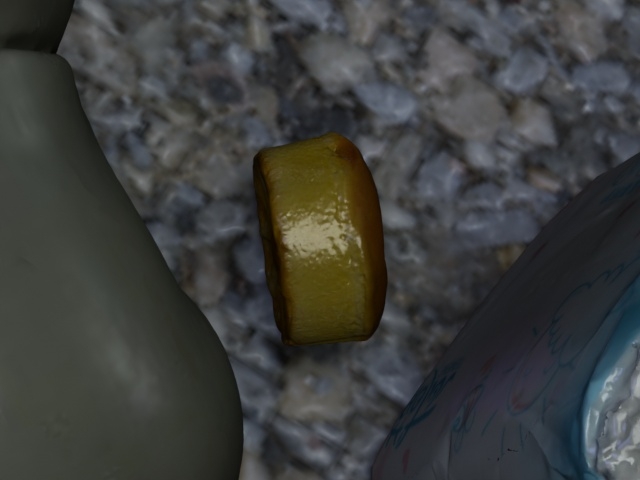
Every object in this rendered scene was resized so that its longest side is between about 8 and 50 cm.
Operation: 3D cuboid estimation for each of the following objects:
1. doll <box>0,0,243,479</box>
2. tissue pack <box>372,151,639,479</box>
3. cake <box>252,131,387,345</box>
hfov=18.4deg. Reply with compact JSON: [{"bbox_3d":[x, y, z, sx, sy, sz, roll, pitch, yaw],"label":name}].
[{"bbox_3d":[-0.156,-0.010,0.658,0.215,0.226,0.370,-16,88,-3],"label":"doll"},{"bbox_3d":[0.135,0.043,0.688,0.124,0.271,0.201,42,73,-2],"label":"tissue pack"},{"bbox_3d":[0.000,0.000,0.765,0.044,0.084,0.084,-7,81,-7],"label":"cake"}]
